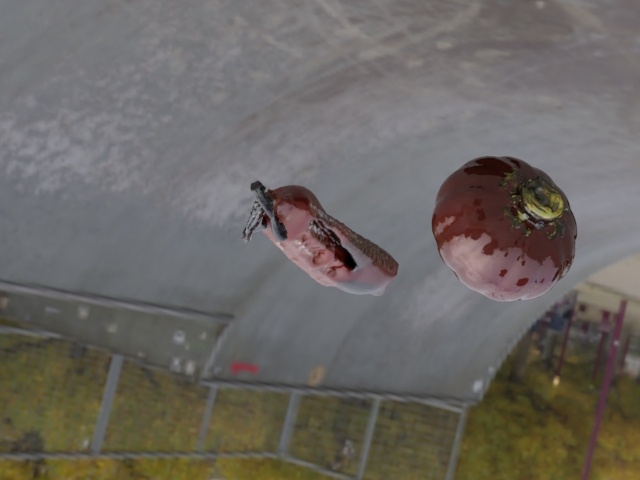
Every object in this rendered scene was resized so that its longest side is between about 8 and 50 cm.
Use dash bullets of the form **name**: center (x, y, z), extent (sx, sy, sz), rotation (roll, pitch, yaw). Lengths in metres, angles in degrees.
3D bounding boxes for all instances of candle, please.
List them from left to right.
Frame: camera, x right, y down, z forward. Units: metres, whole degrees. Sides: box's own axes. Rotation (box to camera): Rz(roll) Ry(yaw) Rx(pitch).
- **candle**: center (0.000, 0.000, 0.953), extent (0.084, 0.059, 0.302), rotation (-8, 164, 15)

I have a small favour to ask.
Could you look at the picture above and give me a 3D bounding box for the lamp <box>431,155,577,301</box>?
- **lamp**: center (0.121, -0.008, 0.718), extent (0.101, 0.101, 0.090), rotation (14, 148, -23)
